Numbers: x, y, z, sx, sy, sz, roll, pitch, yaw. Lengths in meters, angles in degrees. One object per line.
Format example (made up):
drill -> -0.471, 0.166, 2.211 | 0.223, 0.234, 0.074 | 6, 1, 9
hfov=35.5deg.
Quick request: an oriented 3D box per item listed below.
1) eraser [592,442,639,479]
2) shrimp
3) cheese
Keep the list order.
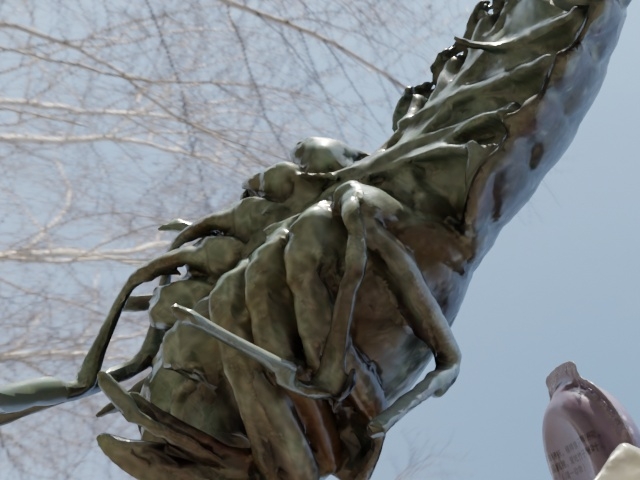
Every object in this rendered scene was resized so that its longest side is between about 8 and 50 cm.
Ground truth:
eraser -> 0.277, 0.228, 0.463 | 0.343, 0.078, 0.144 | 21, -49, 35
shrimp -> 0.001, 0.004, 0.425 | 0.410, 0.221, 0.166 | -46, -61, 9
cheese -> 0.197, 0.174, 0.679 | 0.042, 0.105, 0.190 | -10, -110, -18
